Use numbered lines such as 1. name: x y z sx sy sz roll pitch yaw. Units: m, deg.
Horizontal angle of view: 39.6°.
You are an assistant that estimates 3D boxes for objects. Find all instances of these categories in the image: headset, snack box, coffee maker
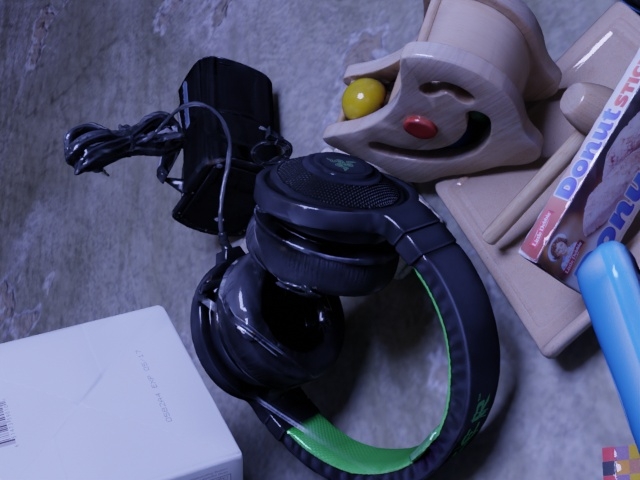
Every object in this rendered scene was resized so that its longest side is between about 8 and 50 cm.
1. headset: -0.039 0.031 0.723 0.394 0.185 0.243 48 127 21
2. snack box: 0.205 -0.052 0.611 0.178 0.064 0.022 -60 35 2
3. coffee maker: -0.096 -0.120 1.018 0.171 0.120 0.178 -28 49 25

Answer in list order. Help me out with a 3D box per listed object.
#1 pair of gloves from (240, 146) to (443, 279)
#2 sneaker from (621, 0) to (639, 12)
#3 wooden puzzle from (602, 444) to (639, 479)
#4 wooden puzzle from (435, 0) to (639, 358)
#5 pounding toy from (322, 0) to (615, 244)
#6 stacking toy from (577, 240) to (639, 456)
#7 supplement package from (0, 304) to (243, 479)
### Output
1. pair of gloves: 0.000 0.000 0.896 0.240 0.042 0.204 -46 41 18
2. sneaker: 0.281 -0.199 0.675 0.067 0.078 0.188 -51 39 13
3. wooden puzzle: 0.213 0.162 0.595 0.049 0.006 0.083 -19 55 40
4. wooden puzzle: 0.212 -0.052 0.699 0.221 0.044 0.239 -46 37 20
5. pounding toy: 0.096 -0.096 0.699 0.269 0.154 0.155 -8 57 53
6. stacking toy: 0.309 0.038 0.473 0.301 0.175 0.166 -21 80 18
7. supplement package: -0.189 0.234 0.749 0.199 0.198 0.263 -130 35 -48
